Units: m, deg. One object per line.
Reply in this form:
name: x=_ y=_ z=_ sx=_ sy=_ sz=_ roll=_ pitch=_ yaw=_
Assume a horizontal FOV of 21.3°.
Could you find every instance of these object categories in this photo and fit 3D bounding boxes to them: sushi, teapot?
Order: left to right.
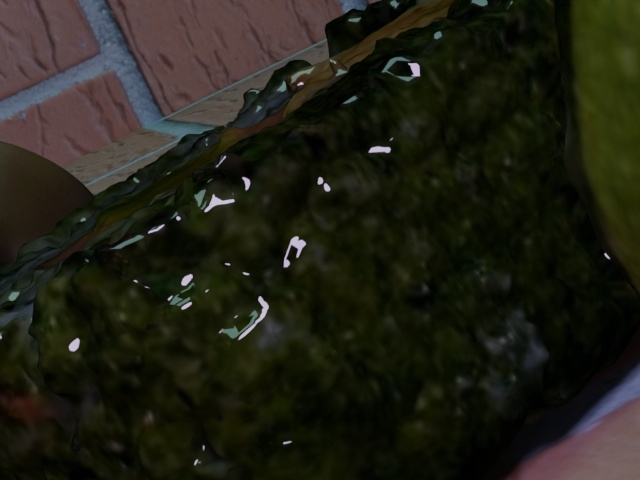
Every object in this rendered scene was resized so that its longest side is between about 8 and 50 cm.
teapot: x=-0.265 y=0.051 z=1.257 sx=0.267 sy=0.185 sz=0.175 roll=122 pitch=167 yaw=-51
sushi: x=-0.015 y=0.022 z=0.787 sx=0.352 sy=0.178 sz=0.294 roll=-37 pitch=13 yaw=-35

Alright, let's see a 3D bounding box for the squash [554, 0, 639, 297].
squash: x=0.236 y=-0.037 z=0.306 sx=0.310 sy=0.310 sz=0.309 roll=-26 pitch=20 yaw=-5
